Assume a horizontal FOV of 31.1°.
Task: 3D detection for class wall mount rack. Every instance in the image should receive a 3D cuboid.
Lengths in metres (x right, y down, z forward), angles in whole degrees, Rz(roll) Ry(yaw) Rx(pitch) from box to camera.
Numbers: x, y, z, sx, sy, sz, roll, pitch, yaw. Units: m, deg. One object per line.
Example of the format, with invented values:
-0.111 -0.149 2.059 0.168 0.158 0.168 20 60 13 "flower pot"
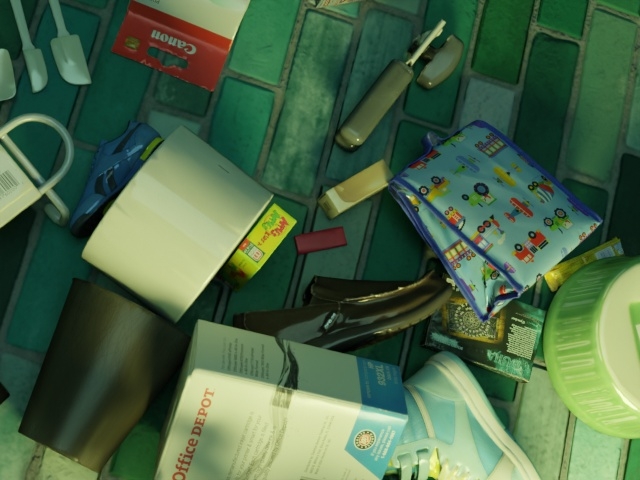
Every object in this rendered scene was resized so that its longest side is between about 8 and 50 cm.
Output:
-0.541 -0.084 1.659 0.350 0.130 0.304 -40 92 -20 "wall mount rack"

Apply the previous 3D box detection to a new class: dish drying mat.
0.000 0.000 1.833 0.083 0.008 0.032 -11 80 -18 "dish drying mat"

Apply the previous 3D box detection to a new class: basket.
-0.314 0.200 1.632 0.204 0.154 0.227 29 75 -8 "basket"

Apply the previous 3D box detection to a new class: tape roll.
-0.204 -0.020 1.662 0.169 0.246 0.246 38 70 -3 "tape roll"

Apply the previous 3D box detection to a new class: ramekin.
0.525 0.163 1.843 0.303 0.148 0.303 3 79 -15 "ramekin"

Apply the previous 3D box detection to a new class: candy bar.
0.445 0.038 1.933 0.161 0.018 0.040 -23 87 -19 "candy bar"

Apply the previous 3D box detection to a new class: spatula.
-0.469 -0.339 1.792 0.168 0.019 0.242 -15 81 -17 "spatula"

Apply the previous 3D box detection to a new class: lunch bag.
0.261 -0.059 1.839 0.221 0.138 0.293 -36 83 -31 "lunch bag"

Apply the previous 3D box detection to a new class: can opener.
0.139 -0.249 1.896 0.095 0.076 0.283 37 72 -2 "can opener"

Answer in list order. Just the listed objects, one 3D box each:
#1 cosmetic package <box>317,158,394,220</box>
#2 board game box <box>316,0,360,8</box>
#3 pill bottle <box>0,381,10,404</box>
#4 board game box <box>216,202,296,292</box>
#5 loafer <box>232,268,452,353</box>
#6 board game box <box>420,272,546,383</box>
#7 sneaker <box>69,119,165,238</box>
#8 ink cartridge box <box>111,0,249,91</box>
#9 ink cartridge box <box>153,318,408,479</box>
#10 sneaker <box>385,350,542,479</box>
0.057 -0.081 1.841 0.115 0.060 0.041 -31 87 -21 "cosmetic package"
0.057 -0.479 1.940 0.194 0.060 0.194 -28 85 -20 "board game box"
-0.539 0.254 1.571 0.123 0.123 0.219 46 70 0 "pill bottle"
-0.097 0.014 1.712 0.043 0.181 0.092 38 71 -3 "board game box"
0.030 0.105 1.747 0.366 0.134 0.130 -18 80 -17 "loafer"
0.263 0.142 1.856 0.186 0.026 0.126 21 73 -9 "board game box"
-0.323 -0.096 1.749 0.082 0.069 0.209 33 71 10 "sneaker"
-0.214 -0.376 1.850 0.181 0.056 0.224 21 70 -8 "ink cartridge box"
-0.060 0.263 1.631 0.307 0.223 0.129 14 29 -11 "ink cartridge box"
0.194 0.348 1.737 0.208 0.127 0.319 -29 75 -21 "sneaker"
